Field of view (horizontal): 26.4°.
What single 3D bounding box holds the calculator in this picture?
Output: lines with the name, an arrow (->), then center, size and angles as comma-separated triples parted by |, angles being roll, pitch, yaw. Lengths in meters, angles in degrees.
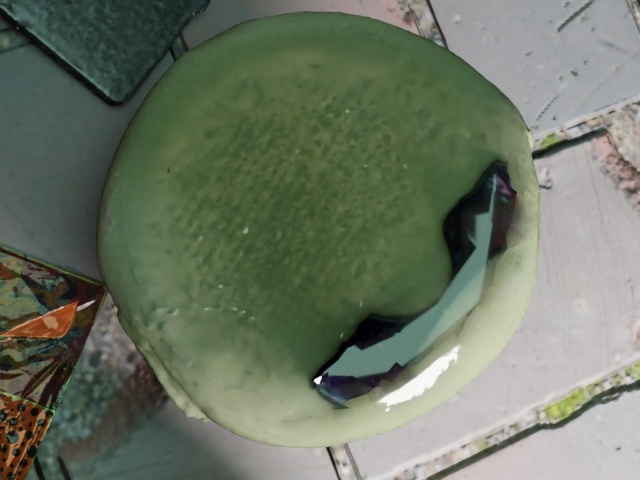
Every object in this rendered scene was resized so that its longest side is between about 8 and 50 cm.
calculator -> -0.134, -0.236, 0.989 | 0.161, 0.021, 0.261 | 41, 68, -15

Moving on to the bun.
bun -> 0.000, 0.000, 0.919 | 0.293, 0.187, 0.293 | -1, 70, 2

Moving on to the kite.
kite -> -0.198, 0.054, 0.922 | 0.125, 0.008, 0.222 | -24, 89, -26
